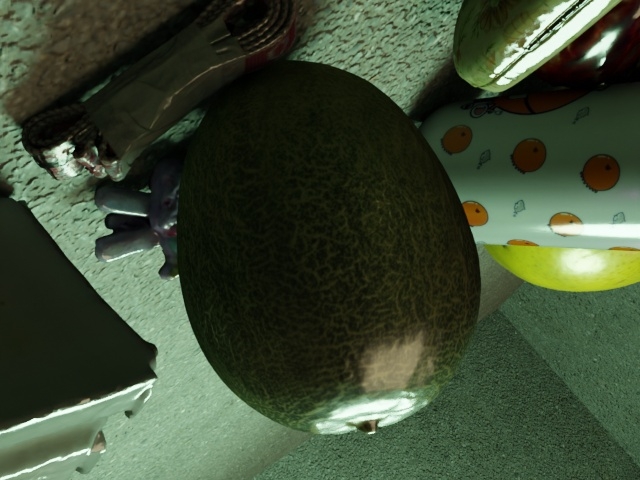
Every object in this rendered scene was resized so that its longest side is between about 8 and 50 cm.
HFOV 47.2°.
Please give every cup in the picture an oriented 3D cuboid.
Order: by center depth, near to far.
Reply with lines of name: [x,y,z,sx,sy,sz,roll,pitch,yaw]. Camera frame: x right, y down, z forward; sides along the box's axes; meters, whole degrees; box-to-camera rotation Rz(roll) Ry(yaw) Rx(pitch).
cup: [0.290,-0.093,0.987,0.317,0.212,0.212,1,-175,32]

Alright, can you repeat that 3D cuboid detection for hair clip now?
hair clip: [-0.102,-0.035,0.756,0.278,0.090,0.137,-15,116,-57]

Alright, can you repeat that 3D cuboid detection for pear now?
pear: [0.439,-0.082,1.234,0.362,0.362,0.418,-25,-177,-36]

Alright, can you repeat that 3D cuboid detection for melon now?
melon: [0.000,0.000,0.619,0.248,0.329,0.248,-14,154,-7]

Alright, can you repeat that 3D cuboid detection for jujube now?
jujube: [0.326,-0.280,0.853,0.183,0.183,0.243,-32,174,-21]

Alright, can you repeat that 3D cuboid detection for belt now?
belt: [-0.113,-0.118,0.558,0.232,0.071,0.053,-37,169,-7]

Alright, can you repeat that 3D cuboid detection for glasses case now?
glasses case: [0.254,-0.285,0.649,0.425,0.098,0.157,-42,-149,59]

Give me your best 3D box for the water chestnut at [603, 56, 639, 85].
water chestnut: [0.676,-0.313,1.331,0.350,0.302,0.350,-42,-163,16]

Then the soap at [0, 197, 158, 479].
soap: [-0.378,0.148,0.448,0.350,0.213,0.435,-46,161,27]
